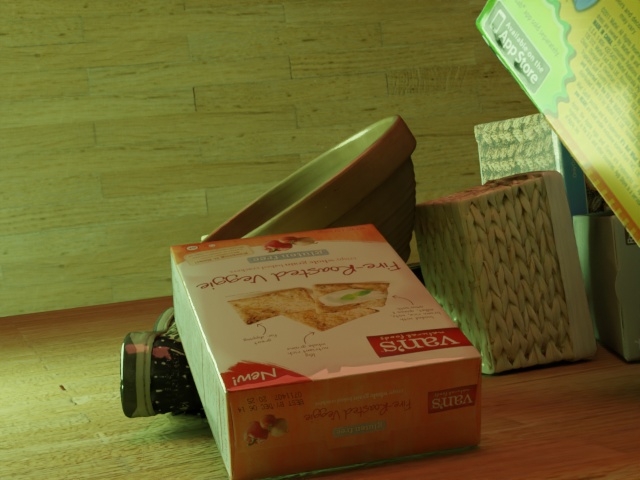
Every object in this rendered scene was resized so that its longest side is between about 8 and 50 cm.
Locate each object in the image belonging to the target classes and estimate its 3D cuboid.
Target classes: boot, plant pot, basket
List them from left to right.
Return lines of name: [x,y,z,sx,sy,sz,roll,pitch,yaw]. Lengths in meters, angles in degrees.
boot: [-0.049,0.098,0.993,0.179,0.085,0.236,-2,1,7]
plant pot: [0.000,0.000,1.080,0.237,0.110,0.237,-33,8,5]
basket: [0.156,0.031,1.083,0.103,0.167,0.113,-14,3,-22]

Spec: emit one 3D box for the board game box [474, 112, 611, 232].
board game box: [0.338,-0.031,1.370,0.291,0.232,0.141,-8,2,-29]

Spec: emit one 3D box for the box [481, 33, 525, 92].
box: [0.367,-0.265,1.155,0.318,0.097,0.395,-44,-20,31]

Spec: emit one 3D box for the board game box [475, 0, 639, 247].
board game box: [0.396,-0.159,0.804,0.356,0.356,0.356,-7,-37,-34]

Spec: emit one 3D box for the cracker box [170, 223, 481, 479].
cracker box: [-0.006,0.063,0.817,0.156,0.067,0.232,-7,23,-13]

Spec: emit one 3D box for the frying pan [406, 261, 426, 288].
frying pan: [0.024,0.082,1.204,0.326,0.053,0.197,-14,-21,-3]

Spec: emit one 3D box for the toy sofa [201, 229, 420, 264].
toy sofa: [0.031,0.040,1.629,0.362,0.150,0.177,-7,-4,-40]

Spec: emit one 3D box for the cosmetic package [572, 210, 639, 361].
cosmetic package: [0.297,0.032,1.123,0.107,0.127,0.238,-6,3,1]
